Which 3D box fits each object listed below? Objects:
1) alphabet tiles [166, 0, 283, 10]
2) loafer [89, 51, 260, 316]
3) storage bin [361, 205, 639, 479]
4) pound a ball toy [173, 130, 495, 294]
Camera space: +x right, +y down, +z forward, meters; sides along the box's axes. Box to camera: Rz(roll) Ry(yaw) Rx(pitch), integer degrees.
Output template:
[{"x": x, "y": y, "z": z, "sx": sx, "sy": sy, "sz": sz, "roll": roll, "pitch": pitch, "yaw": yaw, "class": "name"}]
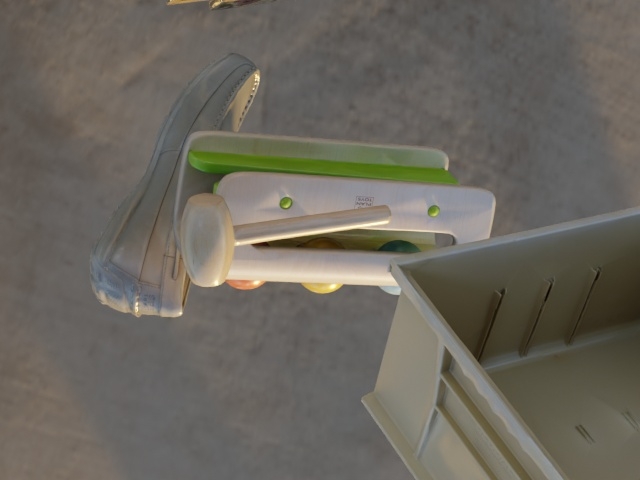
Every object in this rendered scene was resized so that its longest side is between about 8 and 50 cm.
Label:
[{"x": 0.062, "y": -0.229, "z": 1.281, "sx": 0.343, "sy": 0.285, "sz": 0.011, "roll": -11, "pitch": 91, "yaw": -23, "class": "alphabet tiles"}, {"x": -0.124, "y": -0.056, "z": 1.630, "sx": 0.111, "sy": 0.319, "sz": 0.112, "roll": 19, "pitch": 152, "yaw": 11, "class": "loafer"}, {"x": 0.204, "y": 0.115, "z": 0.995, "sx": 0.262, "sy": 0.260, "sz": 0.123, "roll": -11, "pitch": 135, "yaw": -28, "class": "storage bin"}, {"x": 0.000, "y": 0.000, "z": 1.461, "sx": 0.319, "sy": 0.208, "sz": 0.135, "roll": 2, "pitch": 112, "yaw": -22, "class": "pound a ball toy"}]
